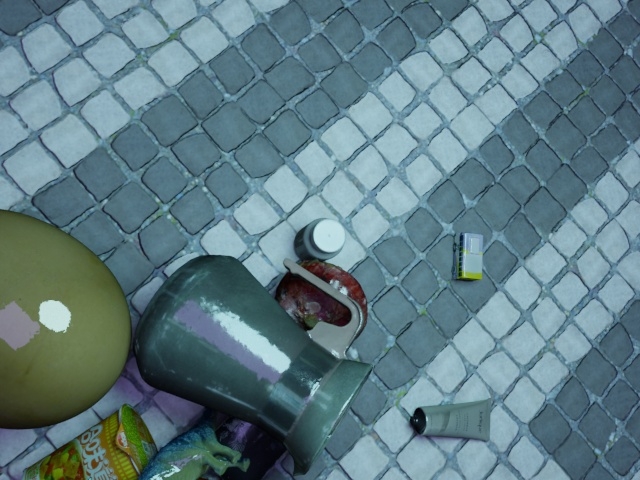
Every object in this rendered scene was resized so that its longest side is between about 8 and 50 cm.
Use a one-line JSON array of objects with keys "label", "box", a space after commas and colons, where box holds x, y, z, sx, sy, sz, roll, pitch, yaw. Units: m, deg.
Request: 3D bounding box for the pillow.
[{"label": "pillow", "box": [-0.113, 0.353, 1.106, 0.208, 0.055, 0.141, -43, 95, -14]}]

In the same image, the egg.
[{"label": "egg", "box": [-0.474, 0.116, 0.923, 0.374, 0.301, 0.301, 35, 76, 0]}]

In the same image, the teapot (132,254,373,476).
[{"label": "teapot", "box": [-0.096, 0.180, 0.996, 0.344, 0.253, 0.300, 32, 80, 11]}]

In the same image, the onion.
[{"label": "onion", "box": [0.011, 0.114, 1.128, 0.184, 0.184, 0.147, 56, 38, -1]}]

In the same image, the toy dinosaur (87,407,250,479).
[{"label": "toy dinosaur", "box": [-0.209, 0.350, 0.951, 0.147, 0.363, 0.076, 21, 114, 18]}]

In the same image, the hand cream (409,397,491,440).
[{"label": "hand cream", "box": [0.264, 0.361, 1.205, 0.186, 0.054, 0.087, 5, 86, -20]}]

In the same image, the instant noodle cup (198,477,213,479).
[{"label": "instant noodle cup", "box": [-0.169, 0.519, 0.982, 0.200, 0.264, 0.264, 21, 78, -1]}]

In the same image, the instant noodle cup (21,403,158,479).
[{"label": "instant noodle cup", "box": [-0.377, 0.385, 0.993, 0.185, 0.168, 0.168, -26, 89, -8]}]

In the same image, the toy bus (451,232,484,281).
[{"label": "toy bus", "box": [0.308, 0.032, 1.253, 0.052, 0.058, 0.102, 6, 81, -13]}]

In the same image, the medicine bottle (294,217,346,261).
[{"label": "medicine bottle", "box": [0.000, 0.000, 1.138, 0.079, 0.140, 0.079, 2, 82, -13]}]
